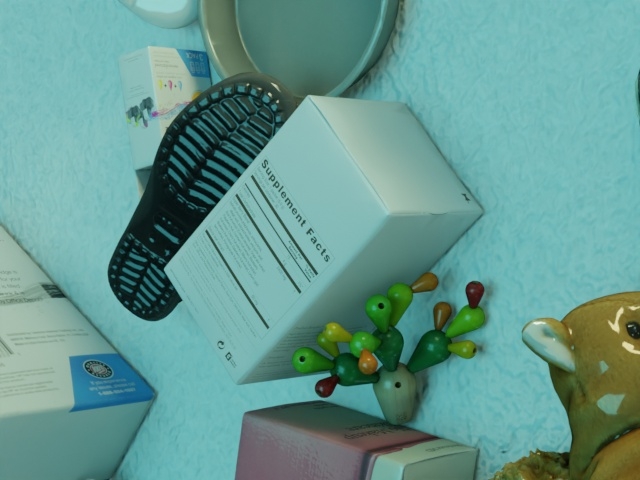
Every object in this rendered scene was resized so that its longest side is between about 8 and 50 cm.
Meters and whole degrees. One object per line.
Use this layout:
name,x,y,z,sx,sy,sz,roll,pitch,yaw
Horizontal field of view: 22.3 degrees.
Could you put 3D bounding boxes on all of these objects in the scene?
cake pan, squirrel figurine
cake pan,-0.023,-0.292,1.909,0.293,0.054,0.293,1,92,39
squirrel figurine,0.283,0.251,1.547,0.397,0.281,0.370,-37,62,31

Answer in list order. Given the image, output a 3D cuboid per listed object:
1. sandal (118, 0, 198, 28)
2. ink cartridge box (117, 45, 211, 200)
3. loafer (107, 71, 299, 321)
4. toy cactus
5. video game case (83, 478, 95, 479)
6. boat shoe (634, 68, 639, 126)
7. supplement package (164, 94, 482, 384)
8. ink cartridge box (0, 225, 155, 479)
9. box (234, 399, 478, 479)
sandal,-0.251,-0.456,2.065,0.169,0.102,0.416,-36,82,19
ink cartridge box,-0.183,-0.143,2.012,0.061,0.104,0.181,-13,84,40
loafer,-0.134,-0.065,1.950,0.134,0.130,0.366,43,122,7
toy cactus,0.084,0.134,1.786,0.112,0.219,0.180,53,160,47
video game case,-0.287,0.480,2.096,0.204,0.025,0.285,-46,66,26
boat shoe,0.358,-0.083,1.600,0.070,0.078,0.219,126,138,-75
supplement package,0.000,0.000,1.820,0.293,0.177,0.175,-48,63,29
ink cartridge box,-0.457,0.149,2.128,0.395,0.285,0.166,43,117,30
box,0.036,0.270,1.817,0.232,0.149,0.127,13,99,37
